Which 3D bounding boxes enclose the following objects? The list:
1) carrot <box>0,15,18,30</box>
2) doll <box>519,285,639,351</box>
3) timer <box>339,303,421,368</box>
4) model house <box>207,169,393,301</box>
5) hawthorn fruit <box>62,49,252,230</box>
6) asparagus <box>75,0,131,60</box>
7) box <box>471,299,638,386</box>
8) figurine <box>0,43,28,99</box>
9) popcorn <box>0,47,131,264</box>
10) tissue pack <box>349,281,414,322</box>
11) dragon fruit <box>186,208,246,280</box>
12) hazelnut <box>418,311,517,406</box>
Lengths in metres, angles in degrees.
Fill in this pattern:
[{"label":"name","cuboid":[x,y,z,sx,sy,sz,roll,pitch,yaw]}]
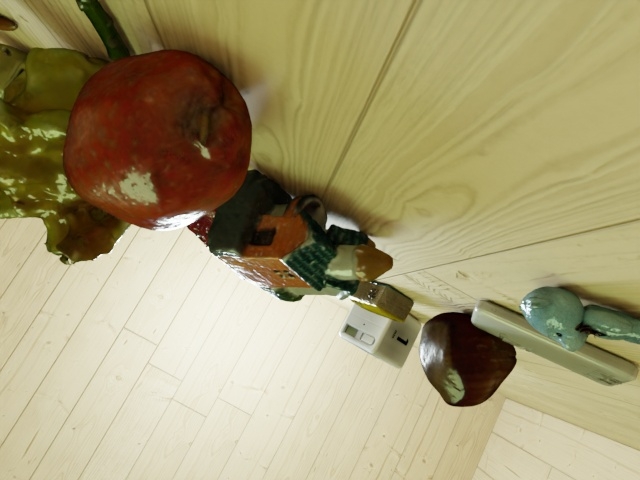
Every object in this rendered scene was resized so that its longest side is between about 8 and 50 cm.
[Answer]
[{"label":"carrot","cuboid":[-0.569,-0.379,0.727,0.142,0.035,0.035,20,169,4]},{"label":"doll","cuboid":[0.358,0.119,0.571,0.180,0.075,0.120,23,171,29]},{"label":"timer","cuboid":[0.222,0.329,1.593,0.192,0.194,0.195,16,164,49]},{"label":"model house","cuboid":[0.000,0.000,0.780,0.301,0.190,0.271,2,152,33]},{"label":"hawthorn fruit","cuboid":[-0.172,-0.113,0.503,0.262,0.210,0.210,5,156,47]},{"label":"asparagus","cuboid":[-0.262,-0.264,0.486,0.034,0.027,0.236,17,169,2]},{"label":"box","cuboid":[0.440,0.202,0.846,0.285,0.044,0.142,24,166,23]},{"label":"figurine","cuboid":[-0.584,-0.292,0.938,0.222,0.124,0.324,20,171,38]},{"label":"popcorn","cuboid":[-0.421,-0.148,0.688,0.321,0.326,0.290,47,-156,-25]},{"label":"tissue pack","cuboid":[0.180,0.182,1.312,0.120,0.082,0.169,32,169,-25]},{"label":"dragon fruit","cuboid":[-0.188,-0.048,1.062,0.205,0.152,0.317,-3,137,37]},{"label":"hazelnut","cuboid":[0.346,0.270,1.027,0.230,0.229,0.229,28,169,6]}]
